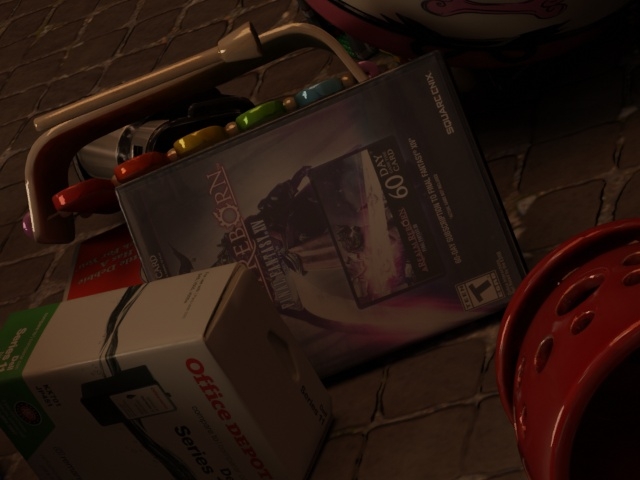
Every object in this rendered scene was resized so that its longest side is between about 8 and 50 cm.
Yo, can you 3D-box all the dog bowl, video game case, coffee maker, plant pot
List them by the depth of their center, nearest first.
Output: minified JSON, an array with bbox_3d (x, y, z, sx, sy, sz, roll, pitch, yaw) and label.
[{"bbox_3d":[0.195,0.084,1.059,0.191,0.191,0.174,-29,24,1],"label":"plant pot"},{"bbox_3d":[0.000,0.000,1.410,0.274,0.196,0.026,-22,-7,13],"label":"video game case"},{"bbox_3d":[0.126,-0.316,1.621,0.408,0.150,0.408,3,51,-3],"label":"dog bowl"},{"bbox_3d":[-0.126,-0.098,1.757,0.171,0.120,0.178,-39,29,-21],"label":"coffee maker"}]

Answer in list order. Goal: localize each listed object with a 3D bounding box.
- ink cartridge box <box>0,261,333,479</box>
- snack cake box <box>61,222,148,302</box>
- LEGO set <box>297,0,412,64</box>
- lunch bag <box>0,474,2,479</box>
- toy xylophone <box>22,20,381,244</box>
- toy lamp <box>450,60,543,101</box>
[{"bbox_3d":[-0.118,0.113,1.350,0.208,0.153,0.087,-14,33,29],"label":"ink cartridge box"},{"bbox_3d":[-0.076,0.025,1.531,0.264,0.089,0.152,-22,30,14],"label":"snack cake box"},{"bbox_3d":[0.088,-0.301,1.818,0.255,0.192,0.331,-33,27,-7],"label":"LEGO set"},{"bbox_3d":[-0.404,0.208,1.374,0.328,0.239,0.385,-35,18,-7],"label":"lunch bag"},{"bbox_3d":[-0.108,-0.092,1.517,0.323,0.081,0.236,-24,-3,14],"label":"toy xylophone"},{"bbox_3d":[0.075,-0.116,1.640,0.275,0.080,0.080,-30,27,-4],"label":"toy lamp"}]
